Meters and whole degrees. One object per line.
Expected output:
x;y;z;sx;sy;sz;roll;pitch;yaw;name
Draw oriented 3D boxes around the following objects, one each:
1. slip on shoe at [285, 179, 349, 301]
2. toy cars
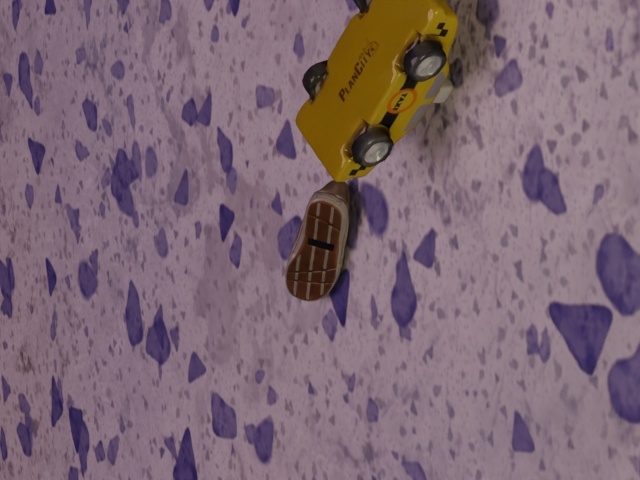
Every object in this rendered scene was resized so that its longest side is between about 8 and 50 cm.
0.000;0.000;1.760;0.041;0.051;0.135;-65;-11;-47;slip on shoe
0.063;-0.243;1.551;0.176;0.087;0.393;5;95;50;toy cars
